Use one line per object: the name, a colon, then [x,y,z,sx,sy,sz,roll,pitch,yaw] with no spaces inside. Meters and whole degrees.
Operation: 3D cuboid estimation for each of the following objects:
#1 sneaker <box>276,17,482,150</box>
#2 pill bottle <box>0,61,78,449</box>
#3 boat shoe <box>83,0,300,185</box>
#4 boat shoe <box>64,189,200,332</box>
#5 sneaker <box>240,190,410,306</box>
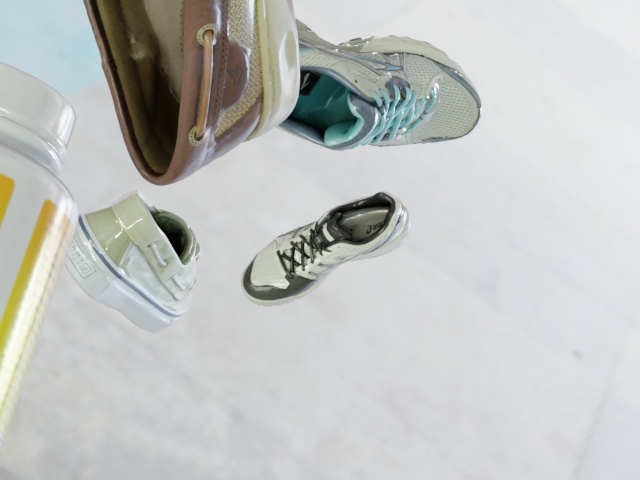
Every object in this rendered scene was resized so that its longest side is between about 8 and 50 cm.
sneaker: [0.028,-0.115,1.582,0.283,0.110,0.122,8,31,-31]
pill bottle: [-0.187,0.023,0.860,0.117,0.215,0.117,15,-19,5]
boat shoe: [-0.100,-0.188,1.004,0.123,0.342,0.123,16,40,33]
boat shoe: [-0.160,0.019,1.731,0.109,0.094,0.302,62,6,9]
sneaker: [0.000,0.000,0.817,0.032,0.083,0.037,61,-3,18]
